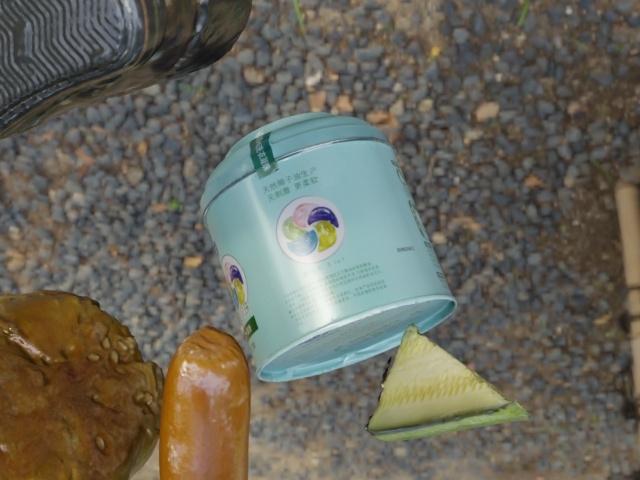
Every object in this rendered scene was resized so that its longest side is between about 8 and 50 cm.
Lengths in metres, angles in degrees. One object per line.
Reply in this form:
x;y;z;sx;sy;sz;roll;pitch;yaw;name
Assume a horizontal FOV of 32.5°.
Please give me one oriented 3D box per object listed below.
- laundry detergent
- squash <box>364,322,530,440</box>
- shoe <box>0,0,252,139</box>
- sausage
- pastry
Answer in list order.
0.000;0.000;1.497;0.287;0.305;0.287;-19;163;-6;laundry detergent
0.187;0.168;1.331;0.093;0.169;0.252;38;145;-24;squash
-0.248;-0.221;1.134;0.384;0.237;0.171;-15;98;40;shoe
-0.113;0.201;1.079;0.098;0.098;0.238;5;113;-1;sausage
-0.313;0.196;1.184;0.255;0.311;0.162;46;126;-1;pastry
